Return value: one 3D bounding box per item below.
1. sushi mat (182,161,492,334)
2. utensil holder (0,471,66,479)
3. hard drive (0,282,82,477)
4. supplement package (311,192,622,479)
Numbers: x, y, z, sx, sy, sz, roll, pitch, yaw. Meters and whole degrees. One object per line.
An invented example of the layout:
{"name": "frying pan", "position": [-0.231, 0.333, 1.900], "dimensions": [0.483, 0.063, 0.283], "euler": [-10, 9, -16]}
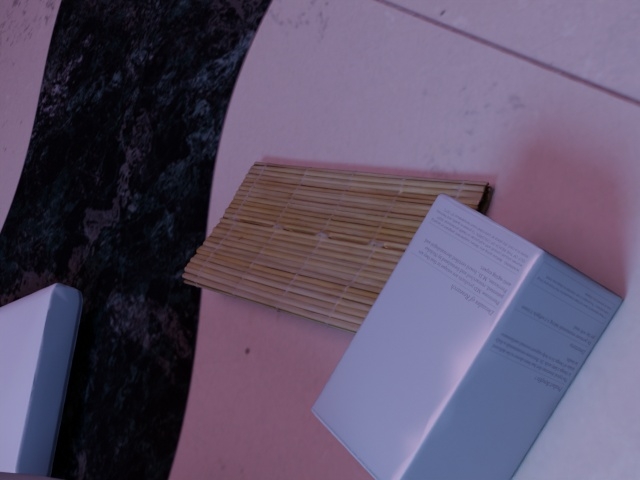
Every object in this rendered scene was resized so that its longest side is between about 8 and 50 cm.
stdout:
{"name": "sushi mat", "position": [0.000, 0.000, 0.792], "dimensions": [0.317, 0.019, 0.151], "euler": [11, 62, 49]}
{"name": "utensil holder", "position": [-0.213, 0.393, 0.600], "dimensions": [0.328, 0.328, 0.385], "euler": [12, 86, 49]}
{"name": "hard drive", "position": [-0.427, 0.204, 1.106], "dimensions": [0.353, 0.047, 0.232], "euler": [-20, 56, 40]}
{"name": "supplement package", "position": [0.097, 0.079, 0.606], "dimensions": [0.105, 0.105, 0.179], "euler": [37, 98, 49]}
